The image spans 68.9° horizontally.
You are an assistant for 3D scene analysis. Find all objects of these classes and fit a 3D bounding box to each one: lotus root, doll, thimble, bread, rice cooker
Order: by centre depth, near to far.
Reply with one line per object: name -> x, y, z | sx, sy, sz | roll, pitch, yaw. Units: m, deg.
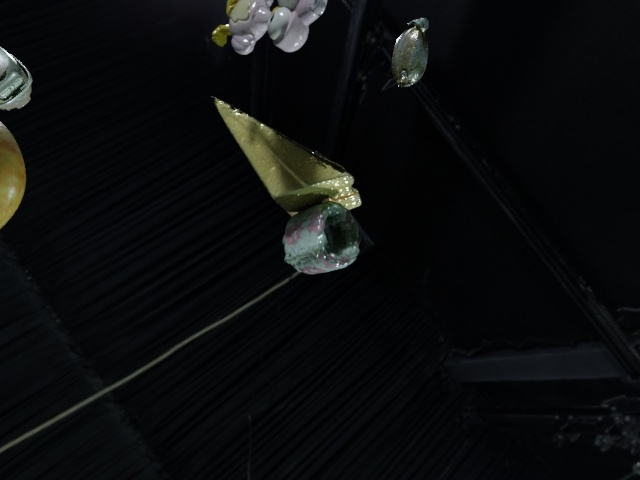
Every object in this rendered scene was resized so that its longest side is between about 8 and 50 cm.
doll -> -0.101, -0.461, 0.960 | 0.094, 0.160, 0.365 | 25, -2, -39
lotus root -> 0.223, -0.463, 1.155 | 0.088, 0.088, 0.165 | 27, -66, 45
rice cooker -> -0.865, -0.435, 1.232 | 0.206, 0.145, 0.127 | 38, -15, 0
thimble -> 0.000, 0.000, 1.297 | 0.149, 0.211, 0.185 | -18, -73, 39
bread -> -0.078, -0.242, 1.343 | 0.404, 0.242, 0.346 | 62, 3, 4

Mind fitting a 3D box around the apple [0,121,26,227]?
apple -> -0.618, -0.107, 0.741 | 0.264, 0.264, 0.264 | 40, -29, 28
